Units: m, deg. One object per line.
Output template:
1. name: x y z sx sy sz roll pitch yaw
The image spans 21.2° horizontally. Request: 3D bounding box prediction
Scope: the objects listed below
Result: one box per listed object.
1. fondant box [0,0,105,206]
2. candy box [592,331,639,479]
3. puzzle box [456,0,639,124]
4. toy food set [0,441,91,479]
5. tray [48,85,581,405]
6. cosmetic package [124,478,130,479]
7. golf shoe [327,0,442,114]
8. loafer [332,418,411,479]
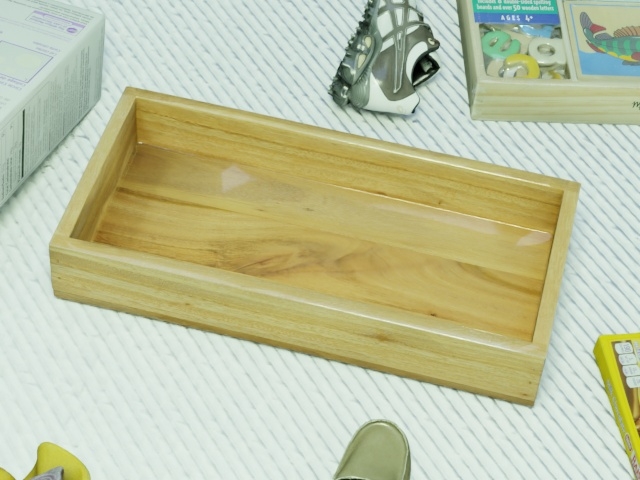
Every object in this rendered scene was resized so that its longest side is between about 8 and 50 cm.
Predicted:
1. fondant box: -0.362 -0.119 1.477 0.238 0.096 0.330 17 35 11
2. candy box: 0.295 0.157 1.366 0.105 0.027 0.206 -2 48 -11
3. puzzle box: 0.341 -0.224 1.705 0.409 0.052 0.272 1 47 -4
4. toy food set: -0.223 0.216 1.174 0.128 0.071 0.218 -42 28 15
5. tray: 0.000 0.000 1.455 0.411 0.076 0.203 12 48 7
6. cosmetic package: -0.167 0.285 1.152 0.060 0.099 0.239 36 41 -25
7. golf shoe: 0.077 -0.192 1.647 0.094 0.077 0.198 21 55 0
8. loafer: 0.035 0.189 1.297 0.056 0.050 0.148 14 48 8
